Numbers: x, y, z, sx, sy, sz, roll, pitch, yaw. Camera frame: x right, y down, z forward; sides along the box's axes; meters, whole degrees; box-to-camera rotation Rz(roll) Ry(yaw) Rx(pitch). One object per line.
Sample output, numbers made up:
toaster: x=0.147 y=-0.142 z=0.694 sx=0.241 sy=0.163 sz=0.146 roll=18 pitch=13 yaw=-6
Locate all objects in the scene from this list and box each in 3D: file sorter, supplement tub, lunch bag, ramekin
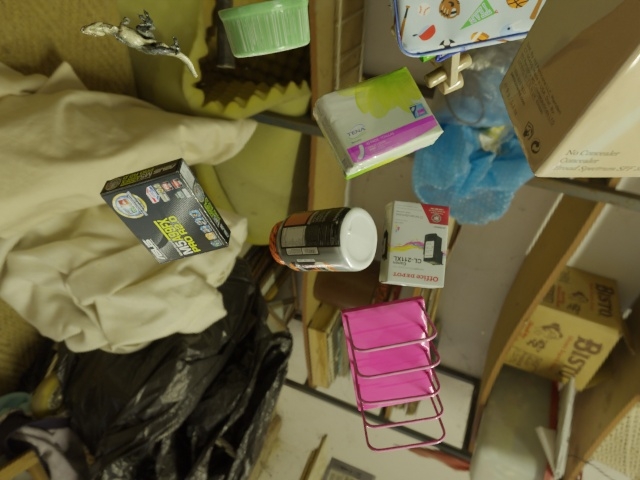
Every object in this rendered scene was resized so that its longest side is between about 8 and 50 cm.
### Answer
file sorter: x=0.176 y=0.314 z=1.084 sx=0.182 sy=0.202 sz=0.291 roll=-98 pitch=178 yaw=-70
supplement tub: x=0.000 y=0.000 z=1.435 sx=0.193 sy=0.316 sz=0.194 roll=3 pitch=85 yaw=-48
lunch bag: x=0.265 y=-0.460 z=0.827 sx=0.115 sy=0.303 sz=0.243 roll=-71 pitch=150 yaw=-46
ramekin: x=-0.178 y=-0.720 z=1.561 sx=0.303 sy=0.303 sz=0.148 roll=-51 pitch=137 yaw=-53

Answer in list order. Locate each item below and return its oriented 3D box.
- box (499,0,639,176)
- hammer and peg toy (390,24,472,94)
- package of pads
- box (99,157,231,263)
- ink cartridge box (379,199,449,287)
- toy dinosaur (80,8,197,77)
box: x=0.268 y=-0.185 z=0.317 sx=0.311 sy=0.147 sz=0.121 roll=99 pitch=-12 yaw=-60
hammer and peg toy: x=0.275 y=-0.529 z=1.188 sx=0.127 sy=0.266 sz=0.361 roll=-28 pitch=161 yaw=5
package of pads: x=0.152 y=-0.329 z=1.270 sx=0.296 sy=0.229 sz=0.101 roll=-25 pitch=171 yaw=-14
box: x=-0.387 y=-0.065 z=1.191 sx=0.060 sy=0.216 sz=0.270 roll=-92 pitch=164 yaw=-45
ink cartridge box: x=0.202 y=0.011 z=0.999 sx=0.072 sy=0.127 sz=0.175 roll=141 pitch=-45 yaw=-82
toy dinosaur: x=-0.371 y=-0.437 z=1.017 sx=0.268 sy=0.118 sz=0.064 roll=13 pitch=82 yaw=-39
